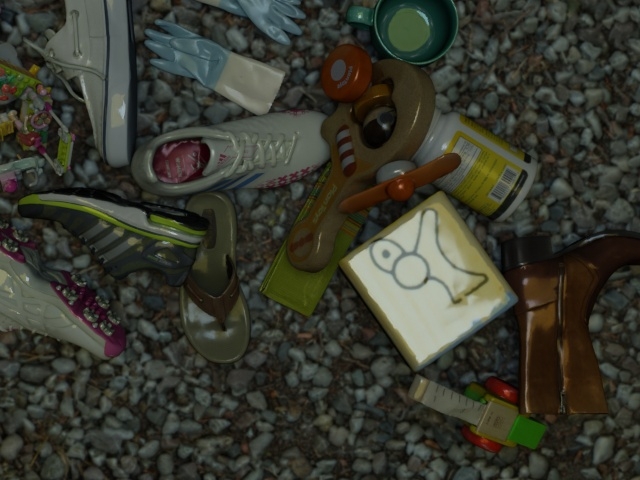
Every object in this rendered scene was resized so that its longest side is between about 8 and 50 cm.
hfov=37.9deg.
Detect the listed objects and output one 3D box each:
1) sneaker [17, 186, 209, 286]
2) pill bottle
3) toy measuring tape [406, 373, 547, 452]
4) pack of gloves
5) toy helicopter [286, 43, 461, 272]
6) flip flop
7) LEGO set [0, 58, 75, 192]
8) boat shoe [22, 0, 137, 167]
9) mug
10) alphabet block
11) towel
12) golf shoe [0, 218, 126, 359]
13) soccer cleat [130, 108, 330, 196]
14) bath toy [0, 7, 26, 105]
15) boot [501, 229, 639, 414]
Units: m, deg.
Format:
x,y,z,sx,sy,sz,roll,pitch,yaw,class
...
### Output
x,y,z,sx,sy,sz,roll,pitch,yaw,class
-0.324,-0.007,1.417,0.299,0.111,0.121,14,98,10,sneaker
0.222,-0.127,1.457,0.208,0.119,0.119,31,91,-5,pill bottle
0.229,0.254,1.454,0.330,0.121,0.121,26,92,-36,toy measuring tape
-0.150,-0.329,1.465,0.232,0.046,0.195,25,104,-4,pack of gloves
0.059,-0.093,1.366,0.140,0.235,0.355,11,118,-42,toy helicopter
-0.168,0.058,1.459,0.112,0.080,0.277,-2,94,-4,flip flop
-0.427,-0.176,1.334,0.132,0.287,0.107,-32,61,-19,LEGO set
-0.361,-0.289,1.396,0.156,0.136,0.367,-4,91,-4,boat shoe
0.131,-0.340,1.448,0.157,0.097,0.129,41,90,-5,mug
0.156,0.064,1.413,0.192,0.193,0.197,-34,85,-3,alphabet block
0.000,0.000,1.488,0.102,0.021,0.237,29,91,-19,towel
-0.440,0.097,1.438,0.306,0.115,0.140,39,101,1,golf shoe
-0.118,-0.127,1.405,0.331,0.143,0.116,-13,94,-13,soccer cleat
-0.538,-0.364,1.385,0.129,0.151,0.349,-12,100,32,bath toy
0.421,0.129,1.454,0.264,0.096,0.281,-3,76,-14,boot
